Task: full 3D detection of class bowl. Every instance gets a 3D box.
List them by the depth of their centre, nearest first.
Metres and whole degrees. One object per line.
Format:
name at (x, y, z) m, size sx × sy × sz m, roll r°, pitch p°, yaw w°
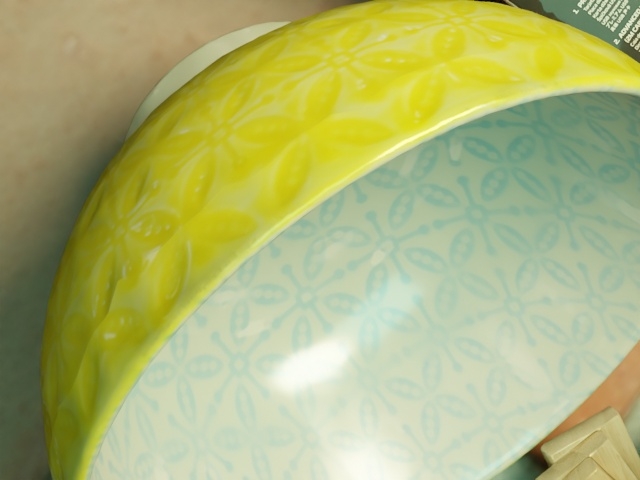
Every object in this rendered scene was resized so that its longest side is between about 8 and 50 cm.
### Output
bowl at (0.000, 0.000, 0.572) m, size 0.289 × 0.289 × 0.156 m, roll -36°, pitch 58°, yaw -1°

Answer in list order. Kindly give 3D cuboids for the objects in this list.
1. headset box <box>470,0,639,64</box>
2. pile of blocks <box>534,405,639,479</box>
headset box at (0.084, -0.223, 0.590) m, size 0.293 × 0.110 × 0.218 m, roll 34°, pitch 93°, yaw -10°
pile of blocks at (0.194, 0.147, 0.635) m, size 0.362 × 0.112 × 0.149 m, roll -33°, pitch 118°, yaw -2°
